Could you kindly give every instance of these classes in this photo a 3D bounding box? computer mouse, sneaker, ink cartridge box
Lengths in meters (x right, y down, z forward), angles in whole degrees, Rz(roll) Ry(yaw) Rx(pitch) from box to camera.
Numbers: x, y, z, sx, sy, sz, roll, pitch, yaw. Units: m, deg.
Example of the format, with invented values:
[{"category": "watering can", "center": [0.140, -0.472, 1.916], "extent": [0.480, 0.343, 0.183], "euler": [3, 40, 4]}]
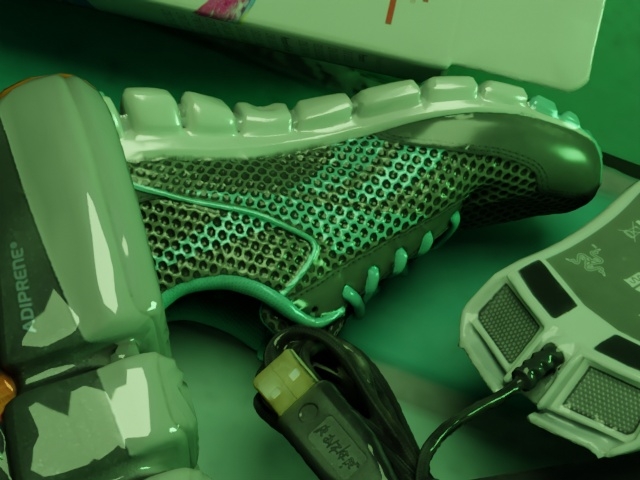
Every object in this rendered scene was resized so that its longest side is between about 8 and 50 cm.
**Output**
[{"category": "computer mouse", "center": [0.077, 0.033, 0.523], "extent": [0.193, 0.042, 0.106], "euler": [-26, 50, -33]}, {"category": "sneaker", "center": [-0.096, 0.120, 0.405], "extent": [0.180, 0.125, 0.321], "euler": [-14, 58, -8]}, {"category": "sneaker", "center": [0.000, 0.000, 0.546], "extent": [0.166, 0.065, 0.076], "euler": [-5, 72, -12]}, {"category": "ink cartridge box", "center": [-0.003, -0.108, 0.580], "extent": [0.181, 0.061, 0.104], "euler": [13, 89, 2]}]

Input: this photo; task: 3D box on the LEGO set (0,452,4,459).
[{"category": "LEGO set", "center": [-0.092, 0.035, 0.371], "extent": [0.054, 0.023, 0.083], "euler": [-25, 60, -15]}]

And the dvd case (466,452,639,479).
[{"category": "dvd case", "center": [0.101, 0.127, 0.490], "extent": [0.221, 0.018, 0.164], "euler": [-7, 56, -18]}]
